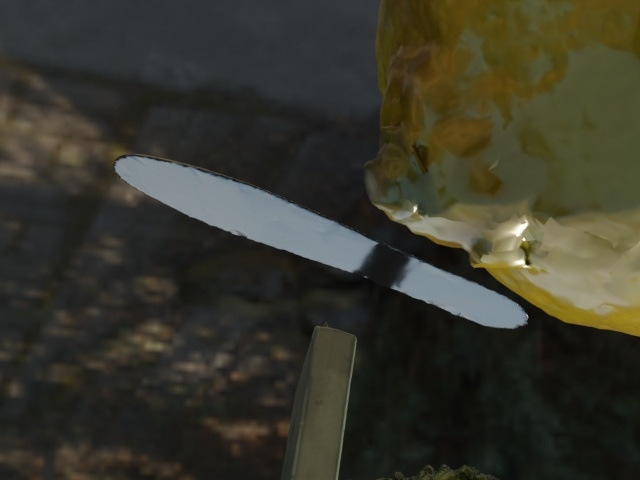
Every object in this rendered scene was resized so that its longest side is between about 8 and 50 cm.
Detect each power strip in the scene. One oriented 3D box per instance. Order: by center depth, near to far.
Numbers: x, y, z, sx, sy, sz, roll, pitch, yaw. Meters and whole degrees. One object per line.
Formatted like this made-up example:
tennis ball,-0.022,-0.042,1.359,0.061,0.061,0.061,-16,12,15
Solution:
power strip,-0.007,0.142,1.137,0.029,0.227,0.080,12,143,-4

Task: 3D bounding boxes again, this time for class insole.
insole,0.000,-0.001,0.991,0.232,0.003,0.080,21,160,2

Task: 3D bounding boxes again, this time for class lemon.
lemon,0.121,-0.065,0.571,0.256,0.188,0.188,-21,165,-24

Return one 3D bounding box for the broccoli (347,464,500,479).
broccoli,0.038,0.207,0.878,0.176,0.198,0.226,-32,173,-20
